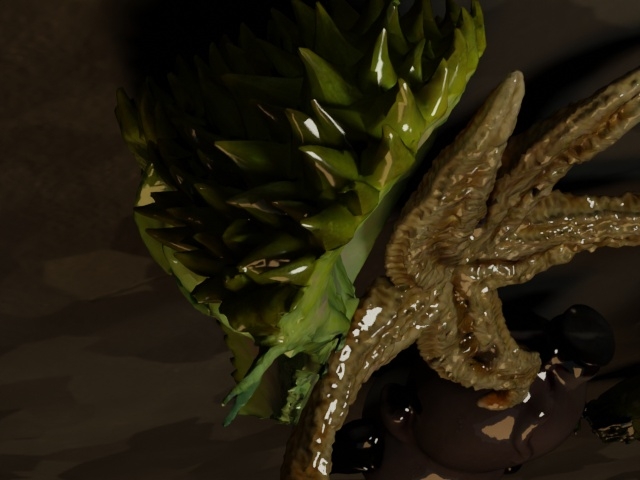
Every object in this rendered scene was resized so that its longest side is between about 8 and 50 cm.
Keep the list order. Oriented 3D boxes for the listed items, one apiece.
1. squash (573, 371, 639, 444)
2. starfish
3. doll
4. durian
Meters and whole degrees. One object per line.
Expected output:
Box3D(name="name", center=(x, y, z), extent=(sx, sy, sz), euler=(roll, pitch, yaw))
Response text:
Box3D(name="squash", center=(0.384, 0.134, 1.230), extent=(0.331, 0.087, 0.087), euler=(-14, 157, 9))
Box3D(name="starfish", center=(0.089, 0.026, 0.778), extent=(0.327, 0.094, 0.375), euler=(-43, 153, -3))
Box3D(name="doll", center=(0.113, 0.129, 1.058), extent=(0.182, 0.117, 0.257), euler=(5, 152, -22))
Box3D(name="durian", center=(-0.001, -0.009, 0.604), extent=(0.157, 0.169, 0.355), euler=(-10, 172, -3))
